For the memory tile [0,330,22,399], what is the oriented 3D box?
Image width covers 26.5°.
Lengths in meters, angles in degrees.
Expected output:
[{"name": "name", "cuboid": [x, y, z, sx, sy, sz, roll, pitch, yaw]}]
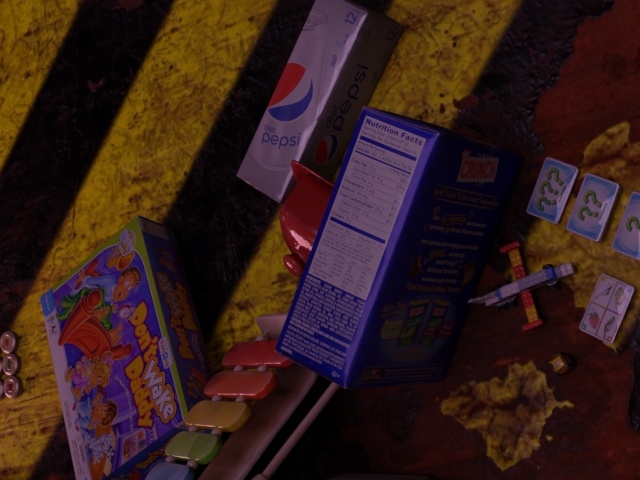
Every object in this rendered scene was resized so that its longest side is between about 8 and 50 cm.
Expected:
[{"name": "memory tile", "cuboid": [-0.550, 0.211, 2.246, 0.148, 0.012, 0.113, -13, 78, 33]}]

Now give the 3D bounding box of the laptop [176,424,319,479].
[{"name": "laptop", "cuboid": [-0.094, 0.471, 1.803, 0.382, 0.236, 0.408, -7, 52, 63]}]

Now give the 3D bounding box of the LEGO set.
[{"name": "LEGO set", "cuboid": [0.297, 0.035, 1.668, 0.182, 0.060, 0.244, 27, 101, 37]}]

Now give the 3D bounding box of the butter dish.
[{"name": "butter dish", "cuboid": [0.000, 0.000, 1.795, 0.160, 0.160, 0.118, 33, 66, 31]}]

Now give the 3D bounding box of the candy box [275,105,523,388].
[{"name": "candy box", "cuboid": [0.104, 0.012, 1.671, 0.122, 0.268, 0.317, 25, 99, 29]}]

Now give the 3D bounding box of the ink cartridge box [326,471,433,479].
[{"name": "ink cartridge box", "cuboid": [0.071, 0.359, 1.696, 0.127, 0.176, 0.128, 1, 85, 10]}]

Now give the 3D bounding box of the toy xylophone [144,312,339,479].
[{"name": "toy xylophone", "cuboid": [-0.100, 0.228, 1.721, 0.236, 0.081, 0.322, -19, 31, 55]}]

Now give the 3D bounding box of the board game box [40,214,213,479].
[{"name": "board game box", "cuboid": [-0.280, 0.171, 1.981, 0.233, 0.078, 0.347, -38, 52, 26]}]

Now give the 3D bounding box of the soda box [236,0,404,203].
[{"name": "soda box", "cuboid": [-0.002, -0.190, 1.864, 0.091, 0.098, 0.286, 33, 104, 32]}]
